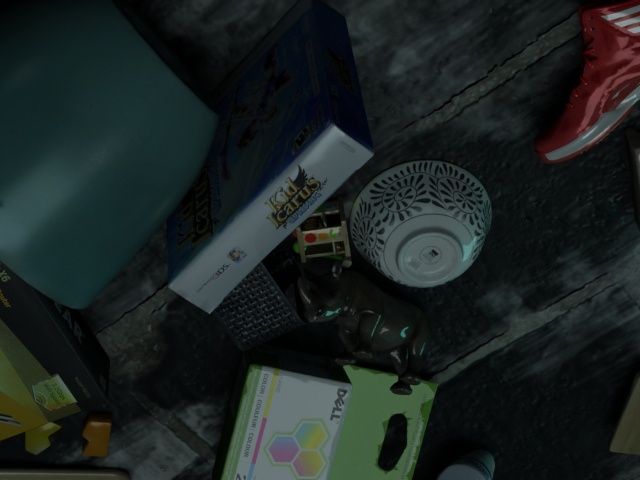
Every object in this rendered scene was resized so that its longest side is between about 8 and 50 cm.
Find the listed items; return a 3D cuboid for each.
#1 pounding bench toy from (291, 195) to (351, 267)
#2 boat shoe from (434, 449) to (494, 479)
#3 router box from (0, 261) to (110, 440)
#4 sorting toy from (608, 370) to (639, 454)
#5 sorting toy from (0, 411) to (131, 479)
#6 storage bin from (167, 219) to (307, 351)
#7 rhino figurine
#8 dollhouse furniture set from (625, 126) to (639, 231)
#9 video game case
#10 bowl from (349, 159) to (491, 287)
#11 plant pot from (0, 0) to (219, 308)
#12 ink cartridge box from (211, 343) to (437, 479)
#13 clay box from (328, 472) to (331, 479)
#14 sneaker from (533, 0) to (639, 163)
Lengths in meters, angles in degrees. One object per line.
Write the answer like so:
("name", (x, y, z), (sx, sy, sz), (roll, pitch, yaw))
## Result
("pounding bench toy", (0.000, 0.000, 1.703), (0.065, 0.052, 0.083), (-9, 127, 1))
("boat shoe", (0.158, 0.387, 1.977), (0.095, 0.084, 0.258), (42, 117, 9))
("router box", (-0.423, 0.102, 1.718), (0.242, 0.081, 0.309), (-21, 125, 9))
("sorting toy", (0.454, 0.211, 1.905), (0.132, 0.046, 0.275), (6, 126, -10))
("sorting toy", (-0.365, 0.348, 1.927), (0.229, 0.041, 0.307), (6, 125, -10))
("storage bin", (-0.095, 0.021, 1.666), (0.084, 0.122, 0.180), (-24, 125, 11))
("rhino figurine", (0.048, 0.093, 1.726), (0.073, 0.106, 0.243), (-12, 148, 39))
("dollhouse furniture set", (0.461, -0.046, 1.561), (0.198, 0.303, 0.286), (-14, 126, 3))
("video game case", (-0.061, -0.095, 1.494), (0.061, 0.269, 0.244), (33, 116, -26))
("bowl", (0.121, -0.002, 1.697), (0.170, 0.080, 0.170), (-3, 125, -4))
("plant pot", (-0.244, -0.117, 1.464), (0.235, 0.293, 0.293), (-40, 121, 4))
("ink cartridge box", (0.011, 0.247, 1.812), (0.255, 0.097, 0.189), (12, 101, -10))
("clay box", (-0.036, 0.357, 1.930), (0.127, 0.053, 0.222), (-12, 111, 3))
("sneaker", (0.294, -0.191, 1.594), (0.221, 0.087, 0.128), (-40, 104, 20))
